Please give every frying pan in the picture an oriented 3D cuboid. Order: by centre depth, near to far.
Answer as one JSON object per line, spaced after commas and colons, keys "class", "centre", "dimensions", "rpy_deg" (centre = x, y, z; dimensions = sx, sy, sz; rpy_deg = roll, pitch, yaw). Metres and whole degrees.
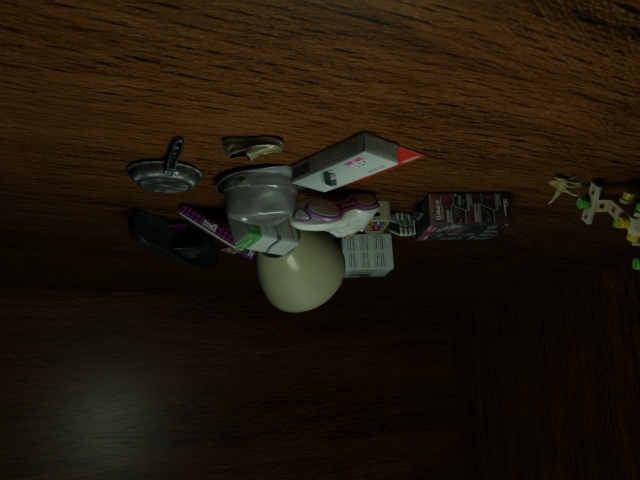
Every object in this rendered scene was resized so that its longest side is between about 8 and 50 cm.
{"class": "frying pan", "centre": [-0.377, -0.181, 1.494], "dimensions": [0.326, 0.053, 0.197], "rpy_deg": [-11, 165, 44]}

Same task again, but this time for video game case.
{"class": "video game case", "centre": [-0.339, -0.024, 1.889], "dimensions": [0.232, 0.042, 0.210], "rpy_deg": [31, 172, 14]}

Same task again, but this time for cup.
{"class": "cup", "centre": [-0.102, 0.059, 2.030], "dimensions": [0.331, 0.331, 0.237], "rpy_deg": [-7, 144, 20]}

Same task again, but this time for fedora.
{"class": "fedora", "centre": [-0.164, -0.115, 1.612], "dimensions": [0.275, 0.124, 0.244], "rpy_deg": [-5, 166, 12]}

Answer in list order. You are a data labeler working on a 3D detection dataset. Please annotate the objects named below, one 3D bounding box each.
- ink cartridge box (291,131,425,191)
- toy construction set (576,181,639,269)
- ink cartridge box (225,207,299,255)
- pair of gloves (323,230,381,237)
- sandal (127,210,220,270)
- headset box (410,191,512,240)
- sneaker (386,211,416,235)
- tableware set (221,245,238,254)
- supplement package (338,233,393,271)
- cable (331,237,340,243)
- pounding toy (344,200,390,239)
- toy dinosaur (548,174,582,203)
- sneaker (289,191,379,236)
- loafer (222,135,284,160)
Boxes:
{"class": "ink cartridge box", "centre": [0.098, -0.187, 1.493], "dimensions": [0.239, 0.060, 0.275], "rpy_deg": [12, 161, -40]}
{"class": "toy construction set", "centre": [0.898, -0.107, 1.635], "dimensions": [0.237, 0.257, 0.309], "rpy_deg": [7, 145, -1]}
{"class": "ink cartridge box", "centre": [-0.183, -0.046, 1.802], "dimensions": [0.208, 0.153, 0.087], "rpy_deg": [13, 140, -44]}
{"class": "pair of gloves", "centre": [0.126, -0.043, 2.115], "dimensions": [0.240, 0.042, 0.204], "rpy_deg": [-1, 166, 1]}
{"class": "sandal", "centre": [-0.475, 0.000, 1.993], "dimensions": [0.107, 0.167, 0.446], "rpy_deg": [-27, 158, 20]}
{"class": "headset box", "centre": [0.449, -0.076, 1.875], "dimensions": [0.293, 0.110, 0.218], "rpy_deg": [-1, 166, -3]}
{"class": "sneaker", "centre": [0.314, -0.047, 2.040], "dimensions": [0.229, 0.086, 0.132], "rpy_deg": [1, 168, -16]}
{"class": "tableware set", "centre": [-0.342, 0.042, 2.444], "dimensions": [0.169, 0.020, 0.141], "rpy_deg": [-4, 166, 12]}
{"class": "supplement package", "centre": [0.180, 0.066, 2.338], "dimensions": [0.203, 0.149, 0.194], "rpy_deg": [-2, 166, -4]}
{"class": "cable", "centre": [0.000, 0.000, 2.270], "dimensions": [0.151, 0.047, 0.184], "rpy_deg": [9, 171, -16]}
{"class": "pounding toy", "centre": [0.153, -0.067, 1.897], "dimensions": [0.141, 0.100, 0.130], "rpy_deg": [-1, 166, -4]}
{"class": "toy dinosaur", "centre": [0.740, -0.164, 1.716], "dimensions": [0.093, 0.053, 0.183], "rpy_deg": [9, 163, 20]}
{"class": "sneaker", "centre": [0.041, -0.055, 1.714], "dimensions": [0.305, 0.114, 0.152], "rpy_deg": [-9, 140, -31]}
{"class": "loafer", "centre": [-0.159, -0.217, 1.353], "dimensions": [0.148, 0.050, 0.056], "rpy_deg": [-2, 166, 0]}
